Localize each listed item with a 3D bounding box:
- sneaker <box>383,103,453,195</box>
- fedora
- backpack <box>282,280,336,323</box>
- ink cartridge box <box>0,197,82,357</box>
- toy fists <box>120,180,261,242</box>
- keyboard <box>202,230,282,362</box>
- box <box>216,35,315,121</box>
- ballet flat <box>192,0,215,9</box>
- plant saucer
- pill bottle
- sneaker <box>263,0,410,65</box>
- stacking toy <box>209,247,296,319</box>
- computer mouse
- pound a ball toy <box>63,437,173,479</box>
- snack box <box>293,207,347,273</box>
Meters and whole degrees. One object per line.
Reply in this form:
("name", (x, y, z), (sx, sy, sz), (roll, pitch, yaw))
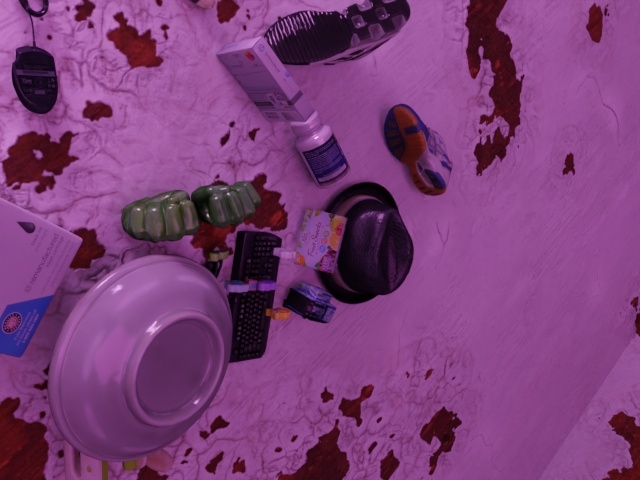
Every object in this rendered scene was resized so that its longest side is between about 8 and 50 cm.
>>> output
("sneaker", (0.270, -0.263, 1.478), (0.296, 0.112, 0.131), (55, 51, -35))
("fedora", (0.144, 0.020, 1.407), (0.334, 0.153, 0.333), (-11, 109, -36))
("backpack", (-0.017, 0.156, 1.350), (0.114, 0.105, 0.084), (31, 83, -44))
("ink cartridge box", (-0.561, 0.023, 0.814), (0.307, 0.129, 0.223), (42, 67, -54))
("toy fists", (-0.253, -0.062, 1.086), (0.279, 0.142, 0.096), (-15, 111, -34))
("keyboard", (-0.188, 0.133, 1.260), (0.202, 0.033, 0.316), (2, 100, -38))
("box", (-0.114, -0.326, 1.122), (0.038, 0.145, 0.186), (-54, 127, -17))
("ballet flat", (-0.252, -0.519, 1.025), (0.057, 0.049, 0.173), (-44, 124, -19))
("plant saucer", (-0.289, 0.229, 1.015), (0.401, 0.101, 0.399), (-20, 115, -50))
("pill bottle", (-0.003, -0.213, 1.269), (0.094, 0.094, 0.169), (-43, 124, -21))
("sneaker", (0.032, -0.446, 1.224), (0.331, 0.146, 0.122), (-16, 84, -9))
("stacking toy", (-0.157, 0.104, 1.225), (0.221, 0.052, 0.166), (-1, 102, -38))
("computer mouse", (-0.487, -0.334, 0.908), (0.071, 0.041, 0.241), (-9, 101, -45))
("pound a ball toy", (-0.417, 0.354, 1.101), (0.208, 0.136, 0.318), (-20, 116, -60))
("snack box", (0.000, 0.000, 1.326), (0.037, 0.100, 0.141), (-3, 107, -76))
